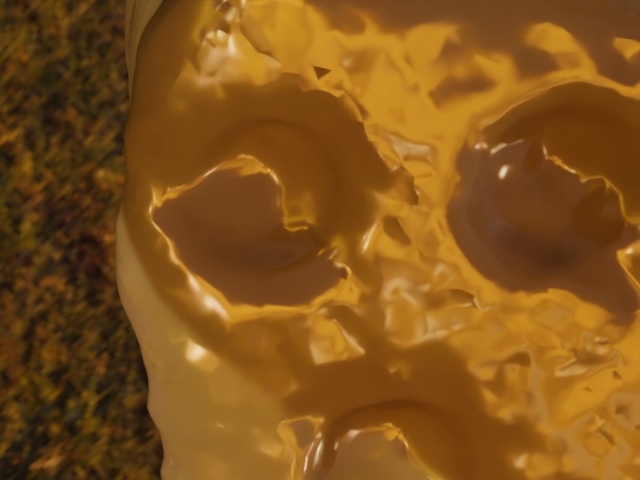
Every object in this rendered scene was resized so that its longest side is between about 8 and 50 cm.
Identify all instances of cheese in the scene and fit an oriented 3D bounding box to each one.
[{"bbox_3d":[0.071,0.036,0.531,0.384,0.384,0.104,36,18,-19],"label":"cheese"}]
